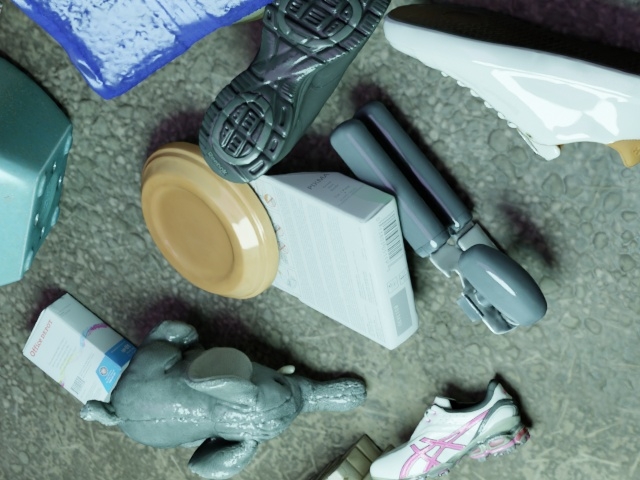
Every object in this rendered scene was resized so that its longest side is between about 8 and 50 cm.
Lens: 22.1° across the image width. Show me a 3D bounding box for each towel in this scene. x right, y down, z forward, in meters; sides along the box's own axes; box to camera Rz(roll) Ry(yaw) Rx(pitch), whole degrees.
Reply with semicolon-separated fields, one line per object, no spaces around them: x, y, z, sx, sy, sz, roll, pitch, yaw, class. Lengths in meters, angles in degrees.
-0.153;-0.291;1.569;0.308;0.076;0.228;-28;128;18;towel

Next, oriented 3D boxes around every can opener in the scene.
0.131;-0.027;1.685;0.283;0.076;0.095;51;146;-3;can opener

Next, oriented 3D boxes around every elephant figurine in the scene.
-0.106;0.183;1.857;0.239;0.186;0.169;12;155;37;elephant figurine

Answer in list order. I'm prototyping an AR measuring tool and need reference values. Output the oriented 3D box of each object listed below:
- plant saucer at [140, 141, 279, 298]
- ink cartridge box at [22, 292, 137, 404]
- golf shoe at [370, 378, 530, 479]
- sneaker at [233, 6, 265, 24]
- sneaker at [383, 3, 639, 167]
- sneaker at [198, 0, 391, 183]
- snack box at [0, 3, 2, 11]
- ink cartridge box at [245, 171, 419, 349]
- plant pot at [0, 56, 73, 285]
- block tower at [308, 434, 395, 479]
-0.132;-0.016;1.829;0.200;0.037;0.200;28;139;28;plant saucer
-0.296;0.138;2.023;0.122;0.052;0.088;37;125;6;ink cartridge box
0.134;0.214;1.811;0.186;0.067;0.086;-24;90;16;golf shoe
-0.232;-0.290;1.694;0.410;0.182;0.158;13;119;22;sneaker
0.188;-0.143;1.584;0.290;0.106;0.123;20;119;18;sneaker
-0.018;-0.189;1.677;0.109;0.130;0.286;40;104;7;sneaker
-0.456;-0.298;1.885;0.178;0.064;0.022;32;124;12;snack box
0.000;0.000;1.771;0.224;0.056;0.181;28;144;40;ink cartridge box
-0.428;-0.081;1.880;0.252;0.248;0.247;16;122;1;plant pot
-0.022;0.357;1.960;0.091;0.097;0.335;47;125;1;block tower
